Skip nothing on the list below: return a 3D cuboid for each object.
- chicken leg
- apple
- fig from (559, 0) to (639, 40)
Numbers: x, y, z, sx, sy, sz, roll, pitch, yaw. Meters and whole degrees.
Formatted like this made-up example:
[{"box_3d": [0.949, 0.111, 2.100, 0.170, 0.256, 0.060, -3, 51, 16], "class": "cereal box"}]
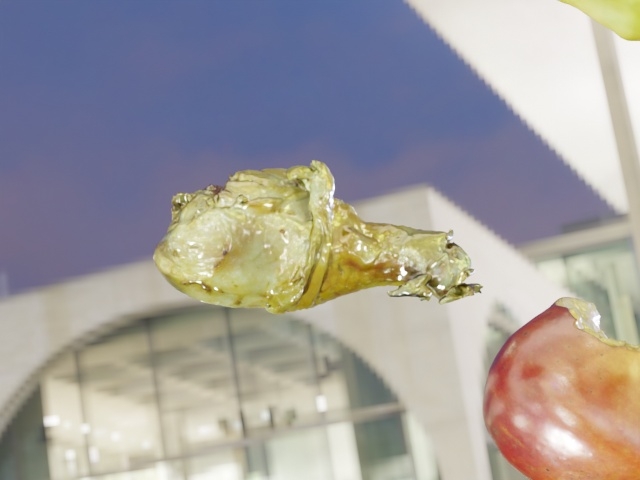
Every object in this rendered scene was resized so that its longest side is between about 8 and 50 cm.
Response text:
[{"box_3d": [0.000, 0.000, 1.314, 0.228, 0.103, 0.088, 1, -11, -1], "class": "chicken leg"}, {"box_3d": [0.208, 0.132, 1.437, 0.147, 0.158, 0.156, -39, -27, -24], "class": "apple"}, {"box_3d": [0.173, -0.248, 0.742, 0.343, 0.343, 0.343, -8, -16, -2], "class": "fig"}]
